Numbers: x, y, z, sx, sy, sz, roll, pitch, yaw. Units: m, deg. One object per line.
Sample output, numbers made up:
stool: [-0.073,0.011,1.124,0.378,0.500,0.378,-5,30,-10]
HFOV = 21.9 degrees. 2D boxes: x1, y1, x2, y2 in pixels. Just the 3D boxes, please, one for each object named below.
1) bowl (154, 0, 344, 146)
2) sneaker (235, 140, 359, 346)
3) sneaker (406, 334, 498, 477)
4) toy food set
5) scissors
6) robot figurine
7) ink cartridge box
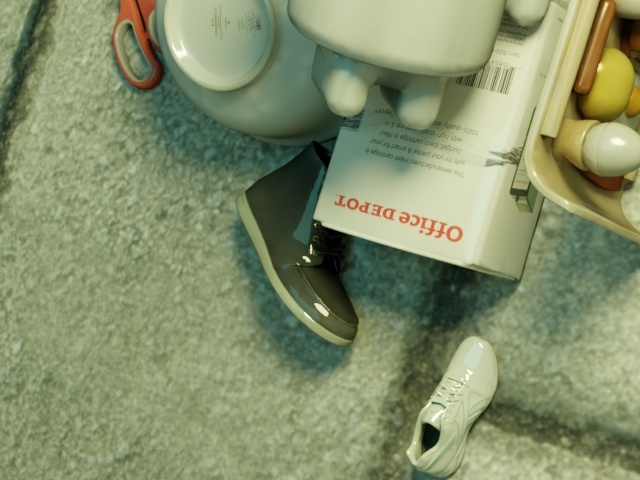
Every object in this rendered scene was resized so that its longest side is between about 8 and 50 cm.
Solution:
bowl: [-0.074,-0.237,1.768,0.298,0.134,0.298,9,107,31]
sneaker: [0.000,0.000,1.763,0.118,0.083,0.222,-41,62,19]
sneaker: [0.133,0.167,1.664,0.053,0.061,0.152,21,91,35]
toy food set: [0.303,-0.156,1.521,0.092,0.219,0.306,18,91,33]
scissors: [-0.241,-0.320,2.006,0.109,0.021,0.297,-37,66,23]
robot figurine: [0.086,-0.286,1.526,0.200,0.300,0.353,-121,43,-63]
ink cartridge box: [0.134,-0.116,1.681,0.198,0.115,0.273,17,89,33]
